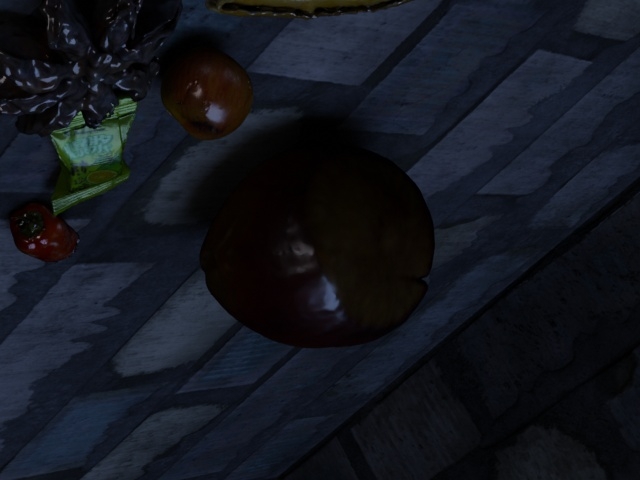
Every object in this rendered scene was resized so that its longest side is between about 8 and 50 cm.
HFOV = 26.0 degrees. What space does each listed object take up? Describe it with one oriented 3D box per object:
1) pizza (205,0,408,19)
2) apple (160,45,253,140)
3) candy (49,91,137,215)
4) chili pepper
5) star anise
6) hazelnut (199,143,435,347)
[{"bbox_3d":[0.091,-0.428,1.883,0.391,0.080,0.435,11,141,-29],"label":"pizza"},{"bbox_3d":[-0.173,-0.217,2.082,0.146,0.146,0.146,-24,158,-11],"label":"apple"},{"bbox_3d":[-0.354,-0.131,2.160,0.149,0.069,0.246,-18,155,-19],"label":"candy"},{"bbox_3d":[-0.463,-0.015,2.263,0.086,0.084,0.192,-46,162,-1],"label":"chili pepper"},{"bbox_3d":[-0.330,-0.245,1.876,0.331,0.118,0.332,-26,154,-14],"label":"star anise"},{"bbox_3d":[0.000,0.000,2.508,0.429,0.402,0.402,-15,155,-41],"label":"hazelnut"}]
